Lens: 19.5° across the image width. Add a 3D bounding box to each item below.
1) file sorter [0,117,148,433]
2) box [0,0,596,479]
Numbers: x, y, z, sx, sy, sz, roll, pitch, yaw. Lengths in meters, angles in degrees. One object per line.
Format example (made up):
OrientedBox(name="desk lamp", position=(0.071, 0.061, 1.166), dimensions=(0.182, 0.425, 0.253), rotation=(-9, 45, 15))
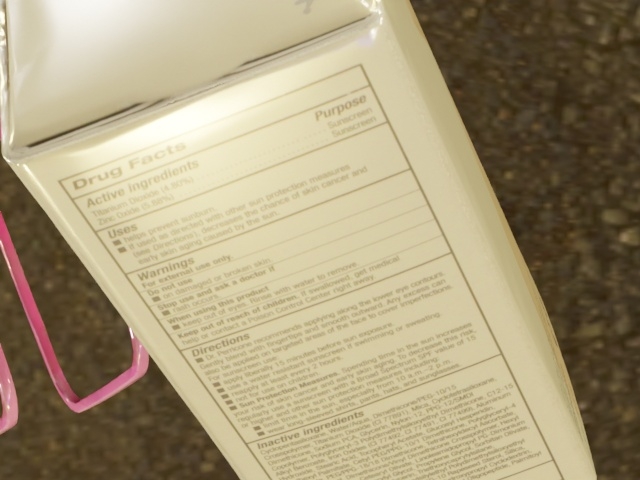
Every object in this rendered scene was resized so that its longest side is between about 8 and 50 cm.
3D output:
OrientedBox(name="file sorter", position=(-0.142, -0.002, 0.971), dimensions=(0.182, 0.290, 0.202), rotation=(68, 158, 2))
OrientedBox(name="box", position=(0.000, 0.000, 0.769), dimensions=(0.148, 0.311, 0.121), rotation=(-19, 47, 8))
